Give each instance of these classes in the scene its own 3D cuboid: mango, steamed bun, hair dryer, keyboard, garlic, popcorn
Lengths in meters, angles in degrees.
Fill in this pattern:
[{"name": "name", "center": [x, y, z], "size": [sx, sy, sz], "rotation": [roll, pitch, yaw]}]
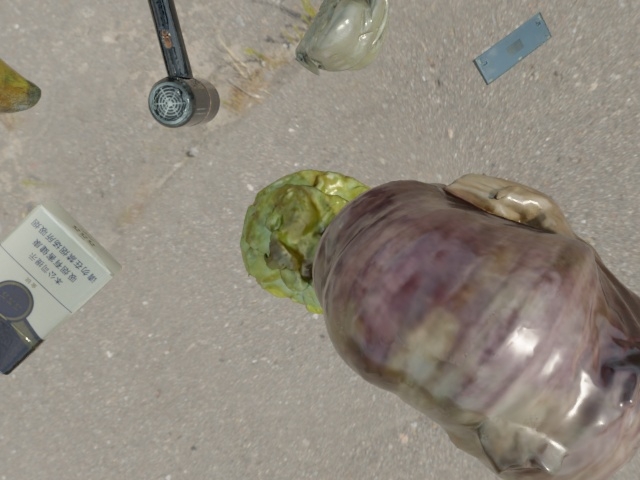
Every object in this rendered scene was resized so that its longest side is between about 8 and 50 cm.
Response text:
[{"name": "mango", "center": [-0.803, -0.377, 1.410], "size": [0.193, 0.316, 0.146], "rotation": [-26, 63, 35]}, {"name": "steamed bun", "center": [0.060, -0.407, 1.220], "size": [0.144, 0.218, 0.211], "rotation": [34, 81, -21]}, {"name": "hair dryer", "center": [-0.317, -0.409, 1.284], "size": [0.107, 0.189, 0.352], "rotation": [-12, 102, 10]}, {"name": "keyboard", "center": [0.361, -0.360, 1.161], "size": [0.176, 0.014, 0.055], "rotation": [-38, 102, -15]}, {"name": "garlic", "center": [0.114, 0.043, 0.400], "size": [0.245, 0.245, 0.160], "rotation": [38, 91, 8]}, {"name": "popcorn", "center": [0.000, 0.000, 0.875], "size": [0.221, 0.183, 0.204], "rotation": [9, 72, -2]}]

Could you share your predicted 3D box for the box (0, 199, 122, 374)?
[{"name": "box", "center": [-0.481, 0.078, 1.022], "size": [0.259, 0.071, 0.168], "rotation": [-43, 100, 4]}]
